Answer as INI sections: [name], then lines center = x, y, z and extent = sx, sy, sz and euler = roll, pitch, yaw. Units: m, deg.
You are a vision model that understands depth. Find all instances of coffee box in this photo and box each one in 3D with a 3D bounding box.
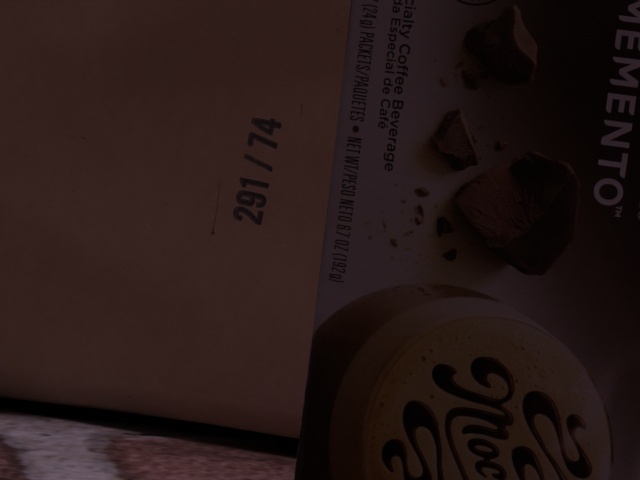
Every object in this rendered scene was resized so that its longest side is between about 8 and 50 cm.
[coffee box]
center = 0.092, 0.017, 0.834
extent = 0.168, 0.297, 0.119
euler = 10, 8, 15

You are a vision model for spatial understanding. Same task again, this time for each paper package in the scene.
[paper package]
center = -0.047, -0.054, 1.151
extent = 0.309, 0.325, 0.168
euler = 7, 7, 8
